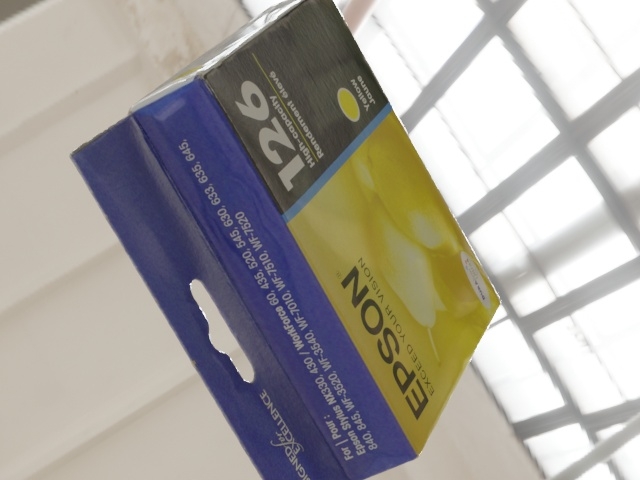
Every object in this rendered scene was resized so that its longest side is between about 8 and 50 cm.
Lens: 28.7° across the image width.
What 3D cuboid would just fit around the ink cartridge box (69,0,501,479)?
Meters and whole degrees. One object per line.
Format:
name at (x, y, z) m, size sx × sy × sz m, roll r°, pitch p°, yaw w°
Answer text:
ink cartridge box at (0.000, 0.000, 0.882) m, size 0.304 × 0.072 × 0.307 m, roll 61°, pitch -150°, yaw -14°
